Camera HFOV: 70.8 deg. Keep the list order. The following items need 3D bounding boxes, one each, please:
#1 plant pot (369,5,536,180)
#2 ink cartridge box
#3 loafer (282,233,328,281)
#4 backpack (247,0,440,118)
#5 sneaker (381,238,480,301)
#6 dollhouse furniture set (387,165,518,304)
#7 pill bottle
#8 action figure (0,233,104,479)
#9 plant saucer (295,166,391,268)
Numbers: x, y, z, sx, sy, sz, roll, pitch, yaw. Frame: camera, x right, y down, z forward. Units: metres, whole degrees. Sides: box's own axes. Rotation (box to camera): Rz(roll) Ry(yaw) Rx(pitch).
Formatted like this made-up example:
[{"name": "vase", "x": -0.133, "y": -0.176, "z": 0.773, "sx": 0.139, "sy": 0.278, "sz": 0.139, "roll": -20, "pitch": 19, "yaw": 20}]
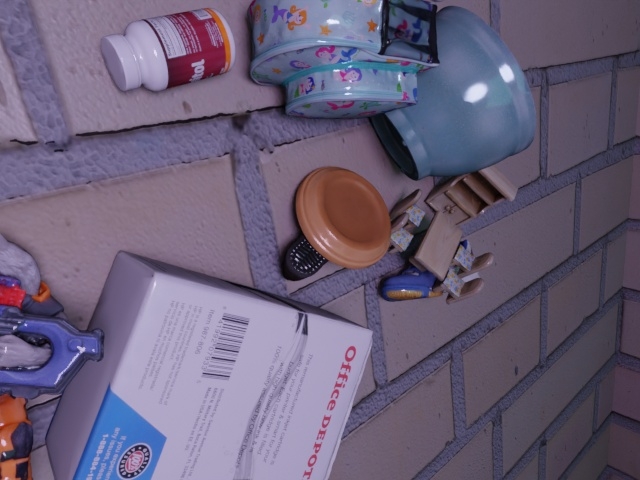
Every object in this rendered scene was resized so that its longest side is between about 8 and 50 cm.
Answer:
[{"name": "plant pot", "x": 0.208, "y": -0.232, "z": 0.821, "sx": 0.196, "sy": 0.293, "sz": 0.293, "roll": -34, "pitch": 123, "yaw": 1}, {"name": "ink cartridge box", "x": -0.140, "y": 0.213, "z": 0.678, "sx": 0.395, "sy": 0.166, "sz": 0.285, "roll": 23, "pitch": 85, "yaw": -39}, {"name": "loafer", "x": 0.000, "y": 0.000, "z": 0.818, "sx": 0.220, "sy": 0.078, "sz": 0.080, "roll": -36, "pitch": 89, "yaw": -40}, {"name": "backpack", "x": 0.021, "y": -0.280, "z": 0.669, "sx": 0.254, "sy": 0.225, "sz": 0.190, "roll": 1, "pitch": 94, "yaw": -36}, {"name": "sneaker", "x": 0.242, "y": 0.063, "z": 1.019, "sx": 0.297, "sy": 0.112, "sz": 0.130, "roll": -5, "pitch": 85, "yaw": -40}, {"name": "dollhouse furniture set", "x": 0.274, "y": -0.035, "z": 0.914, "sx": 0.212, "sy": 0.161, "sz": 0.242, "roll": 41, "pitch": 54, "yaw": -9}, {"name": "pill bottle", "x": -0.195, "y": -0.246, "z": 0.587, "sx": 0.152, "sy": 0.086, "sz": 0.085, "roll": -29, "pitch": 117, "yaw": -30}, {"name": "action figure", "x": -0.418, "y": 0.144, "z": 0.483, "sx": 0.342, "sy": 0.178, "sz": 0.329, "roll": 17, "pitch": 81, "yaw": -11}, {"name": "plant saucer", "x": 0.051, "y": -0.048, "z": 0.799, "sx": 0.200, "sy": 0.037, "sz": 0.199, "roll": 15, "pitch": 59, "yaw": -27}]
